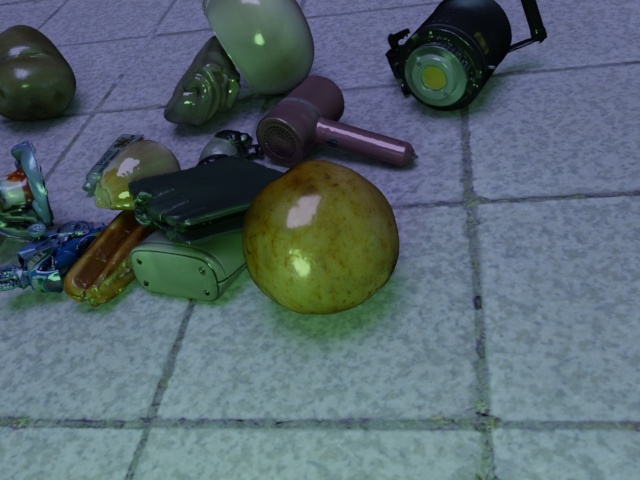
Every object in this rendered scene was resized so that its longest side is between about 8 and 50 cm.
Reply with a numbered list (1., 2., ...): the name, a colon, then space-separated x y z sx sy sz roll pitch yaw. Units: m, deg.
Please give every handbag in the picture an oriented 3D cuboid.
1. handbag: -0.200 -0.007 1.333 0.241 0.109 0.315 9 30 22
2. handbag: -0.195 -0.075 1.270 0.260 0.079 0.247 -20 29 -32

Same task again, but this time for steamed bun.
1. steamed bun: -0.279 -0.374 1.720 0.211 0.144 0.218 -42 26 34
2. steamed bun: -0.138 -0.527 1.722 0.206 0.324 0.324 -31 38 9

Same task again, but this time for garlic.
1. garlic: -0.363 -0.124 1.420 0.164 0.146 0.245 -26 4 9

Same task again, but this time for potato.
1. potato: -0.822 -0.457 1.902 0.243 0.221 0.326 -36 56 -14

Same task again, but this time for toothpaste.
1. toothpaste: -0.503 -0.193 1.650 0.067 0.037 0.255 1 37 16

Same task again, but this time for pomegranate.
1. pomegranate: 0.000 0.000 1.127 0.260 0.261 0.260 -7 39 6

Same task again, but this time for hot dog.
1. hot dog: -0.385 0.024 1.325 0.115 0.072 0.269 6 41 22

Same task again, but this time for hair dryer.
1. hair dryer: 0.060 -0.237 1.509 0.352 0.125 0.210 21 47 21

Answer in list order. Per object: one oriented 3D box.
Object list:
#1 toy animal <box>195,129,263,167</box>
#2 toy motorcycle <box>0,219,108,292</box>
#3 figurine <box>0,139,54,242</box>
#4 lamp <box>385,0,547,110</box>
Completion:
1. toy animal: -0.215 -0.168 1.495 0.121 0.094 0.225 2 43 20
2. toy motorcycle: -0.515 0.032 1.341 0.135 0.092 0.254 18 38 19
3. figurine: -0.745 -0.037 1.368 0.387 0.248 0.276 -17 10 -26
4. lamp: 0.318 -0.433 1.580 0.373 0.205 0.272 -15 31 24
